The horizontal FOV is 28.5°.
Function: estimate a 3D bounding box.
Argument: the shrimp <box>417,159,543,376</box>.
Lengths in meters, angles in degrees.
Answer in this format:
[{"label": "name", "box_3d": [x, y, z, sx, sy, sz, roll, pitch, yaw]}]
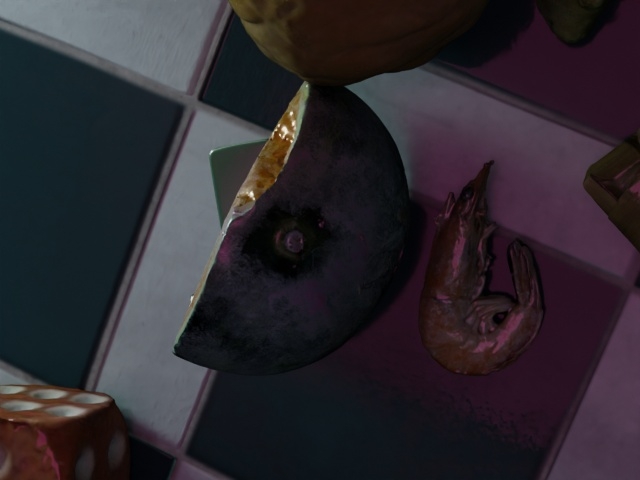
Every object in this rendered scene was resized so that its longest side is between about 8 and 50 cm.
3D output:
[{"label": "shrimp", "box_3d": [0.169, 0.032, 1.276, 0.126, 0.047, 0.224, 10, 103, 8]}]

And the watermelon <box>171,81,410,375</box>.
[{"label": "watermelon", "box_3d": [0.000, 0.000, 1.226, 0.188, 0.175, 0.322, 23, 90, -5]}]

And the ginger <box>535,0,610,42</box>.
[{"label": "ginger", "box_3d": [0.248, -0.333, 1.178, 0.089, 0.137, 0.290, -5, 97, -22]}]

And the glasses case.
[{"label": "glasses case", "box_3d": [-0.064, -0.013, 1.339, 0.077, 0.039, 0.184, -9, 93, 17]}]

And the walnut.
[{"label": "walnut", "box_3d": [0.038, -0.288, 1.175, 0.285, 0.285, 0.296, -8, 55, 16]}]

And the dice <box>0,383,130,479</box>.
[{"label": "dice", "box_3d": [-0.315, 0.255, 1.364, 0.174, 0.174, 0.179, 10, 98, 16]}]

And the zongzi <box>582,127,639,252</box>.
[{"label": "zongzi", "box_3d": [0.362, -0.055, 1.201, 0.176, 0.078, 0.160, -40, 89, 12]}]
